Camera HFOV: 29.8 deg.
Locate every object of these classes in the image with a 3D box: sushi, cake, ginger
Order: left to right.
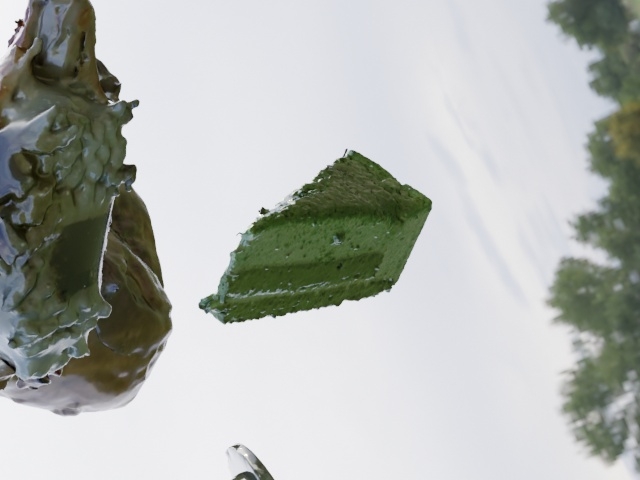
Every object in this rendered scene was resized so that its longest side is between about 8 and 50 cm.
[{"bbox_3d":[-0.147,-0.014,0.596,0.097,0.226,0.103,-2,-157,-31],"label":"sushi"},{"bbox_3d":[-0.273,0.060,1.298,0.200,0.223,0.269,38,-160,-51],"label":"ginger"},{"bbox_3d":[0.004,0.010,0.958,0.099,0.100,0.235,30,-156,11],"label":"cake"}]

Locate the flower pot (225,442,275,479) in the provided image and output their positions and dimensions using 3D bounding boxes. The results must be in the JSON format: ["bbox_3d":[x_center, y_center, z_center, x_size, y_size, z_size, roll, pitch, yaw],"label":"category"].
[{"bbox_3d":[-0.075,0.246,0.611,0.212,0.202,0.212,55,165,22],"label":"flower pot"}]
